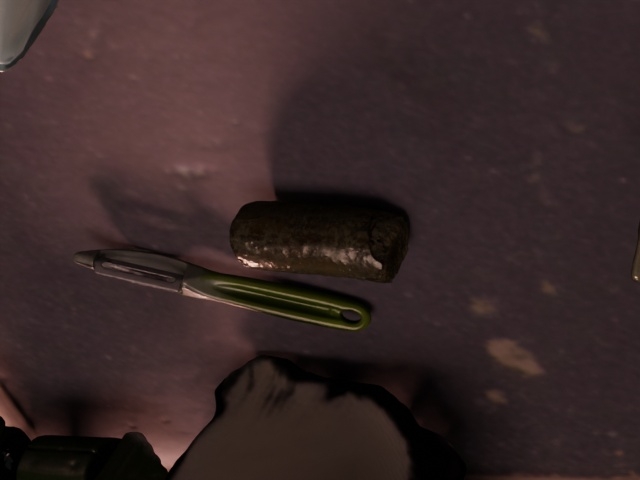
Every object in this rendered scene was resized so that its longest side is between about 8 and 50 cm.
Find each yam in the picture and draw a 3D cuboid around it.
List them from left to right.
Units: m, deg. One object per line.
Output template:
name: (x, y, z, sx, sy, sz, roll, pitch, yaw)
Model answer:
yam: (0.000, 0.000, 1.033, 0.094, 0.043, 0.043, 5, 139, 23)

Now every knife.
knife: (-0.059, 0.028, 1.111, 0.184, 0.026, 0.022, 13, 112, 9)

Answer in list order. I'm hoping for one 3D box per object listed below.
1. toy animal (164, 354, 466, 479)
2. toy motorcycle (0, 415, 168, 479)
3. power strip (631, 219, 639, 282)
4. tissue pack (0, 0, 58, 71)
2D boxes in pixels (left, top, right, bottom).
toy animal: (0.018, 0.228, 1.164, 0.212, 0.212, 0.266, -4, 132, 29)
toy motorcycle: (-0.170, 0.194, 1.282, 0.205, 0.127, 0.275, 0, 141, 30)
power strip: (0.181, -0.062, 0.830, 0.053, 0.093, 0.288, 11, 141, 8)
tissue pack: (-0.196, -0.207, 0.841, 0.177, 0.089, 0.263, 23, 142, 1)
